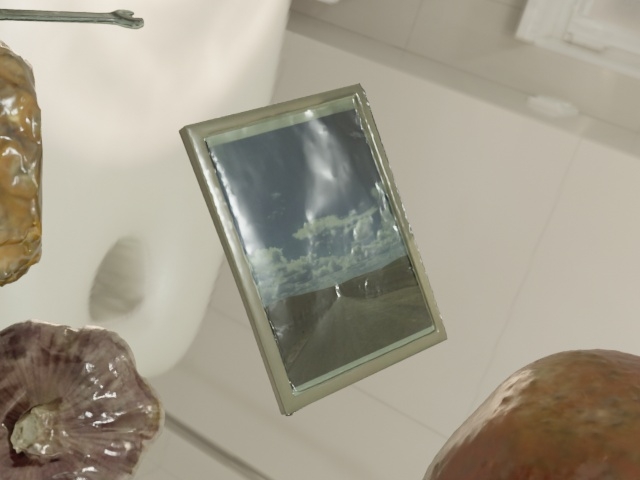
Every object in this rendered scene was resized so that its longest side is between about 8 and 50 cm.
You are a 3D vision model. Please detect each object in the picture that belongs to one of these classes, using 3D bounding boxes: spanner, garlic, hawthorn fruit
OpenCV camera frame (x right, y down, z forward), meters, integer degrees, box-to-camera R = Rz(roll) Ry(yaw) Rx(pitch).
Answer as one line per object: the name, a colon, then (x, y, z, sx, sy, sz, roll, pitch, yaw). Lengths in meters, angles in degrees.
spanner: (-0.425, -0.354, 1.385, 0.302, 0.071, 0.017, -8, 126, -34)
garlic: (-0.188, 0.125, 0.594, 0.159, 0.147, 0.102, -15, 163, -10)
hawthorn fruit: (0.317, 0.293, 0.954, 0.403, 0.403, 0.402, -44, 149, -36)

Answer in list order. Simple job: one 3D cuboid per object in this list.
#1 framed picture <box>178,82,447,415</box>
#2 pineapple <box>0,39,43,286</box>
framed picture: (0.000, 0.000, 0.775, 0.189, 0.023, 0.259, -19, 90, -31)
pineapple: (-0.314, -0.043, 0.433, 0.341, 0.169, 0.169, -2, 119, -32)
